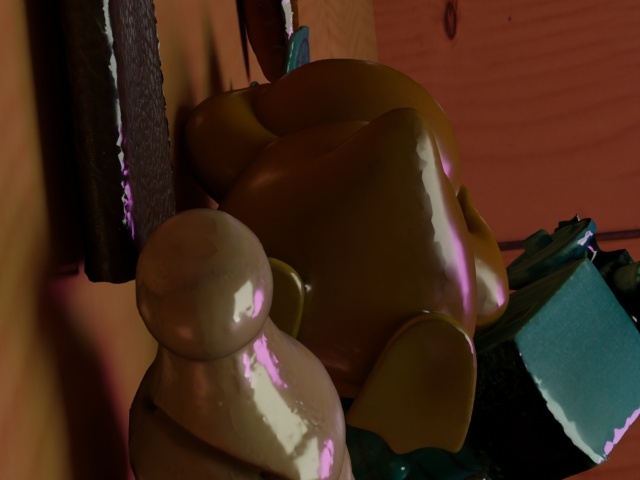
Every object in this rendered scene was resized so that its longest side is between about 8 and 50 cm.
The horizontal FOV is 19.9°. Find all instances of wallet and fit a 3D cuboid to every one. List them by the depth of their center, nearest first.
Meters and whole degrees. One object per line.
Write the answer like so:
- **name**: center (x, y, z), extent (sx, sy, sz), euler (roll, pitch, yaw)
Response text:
- **wallet**: center (-0.093, -0.107, 0.770), extent (0.133, 0.039, 0.243), euler (-72, 156, -85)

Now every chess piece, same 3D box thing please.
- **chess piece**: center (-0.029, 0.114, 0.786), extent (0.139, 0.124, 0.307), euler (-51, 144, -42)

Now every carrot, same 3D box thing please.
- **carrot**: center (-0.038, -0.180, 1.315), extent (0.048, 0.048, 0.139), euler (-67, 154, -77)

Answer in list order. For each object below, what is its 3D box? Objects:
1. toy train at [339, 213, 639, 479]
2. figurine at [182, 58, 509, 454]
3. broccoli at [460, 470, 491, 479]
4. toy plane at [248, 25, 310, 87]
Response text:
- **toy train**: center (0.085, 0.100, 1.153), extent (0.120, 0.298, 0.194), euler (56, 42, -5)
- **figurine**: center (0.013, -0.002, 1.004), extent (0.228, 0.215, 0.215), euler (-149, -127, -81)
- **broccoli**: center (0.115, 0.197, 1.595), extent (0.275, 0.198, 0.177), euler (-6, 68, -53)
- **toy plane**: center (0.000, 0.000, 1.288), extent (0.382, 0.106, 0.155), euler (86, 15, -44)
